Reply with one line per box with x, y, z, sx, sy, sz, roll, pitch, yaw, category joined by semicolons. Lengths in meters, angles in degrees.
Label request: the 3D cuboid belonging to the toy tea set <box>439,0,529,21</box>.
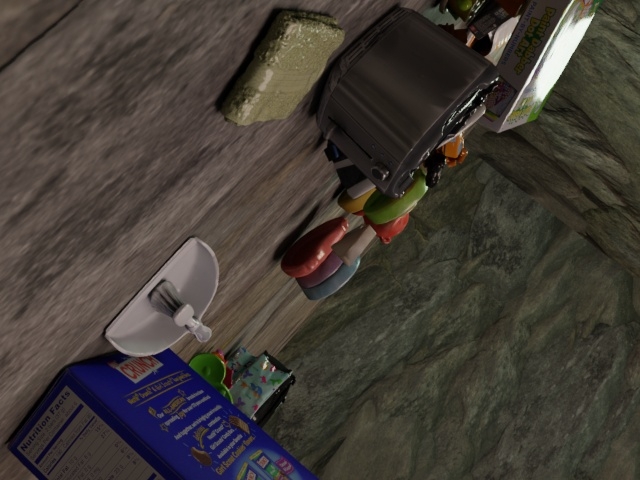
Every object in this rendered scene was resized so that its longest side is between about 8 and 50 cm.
0.280;-0.379;0.964;0.336;0.124;0.200;-45;171;-42;toy tea set

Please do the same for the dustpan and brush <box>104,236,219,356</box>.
-0.165;0.089;0.829;0.147;0.060;0.211;-49;173;-13;dustpan and brush

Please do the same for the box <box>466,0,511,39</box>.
0.353;-0.441;1.231;0.114;0.036;0.207;-50;-169;-14;box

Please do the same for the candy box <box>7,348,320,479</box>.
-0.152;0.271;0.803;0.122;0.317;0.268;-50;172;4;candy box

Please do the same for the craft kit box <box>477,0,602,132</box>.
0.328;-0.287;1.011;0.250;0.061;0.247;-26;148;-57;craft kit box

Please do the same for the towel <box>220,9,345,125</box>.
-0.027;-0.149;0.605;0.110;0.027;0.148;-54;172;21;towel

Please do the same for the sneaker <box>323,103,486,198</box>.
0.101;-0.160;0.926;0.217;0.121;0.079;-32;-176;12;sneaker

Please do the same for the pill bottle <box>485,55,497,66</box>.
0.328;-0.333;1.541;0.117;0.117;0.215;-51;174;0;pill bottle

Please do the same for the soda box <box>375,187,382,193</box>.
0.094;-0.147;1.118;0.083;0.092;0.263;-50;173;0;soda box

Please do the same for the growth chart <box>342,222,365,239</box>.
0.030;0.016;1.671;0.172;0.021;0.237;-30;-178;26;growth chart

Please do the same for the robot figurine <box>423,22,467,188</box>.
0.193;-0.207;1.109;0.291;0.085;0.211;54;35;-74;robot figurine

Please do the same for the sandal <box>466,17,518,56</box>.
0.371;-0.448;1.390;0.265;0.076;0.102;-49;173;-10;sandal

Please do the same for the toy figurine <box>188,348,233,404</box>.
-0.221;0.273;1.376;0.159;0.130;0.173;-79;-179;-76;toy figurine

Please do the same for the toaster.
0.101;-0.171;0.811;0.227;0.146;0.129;-47;173;-25;toaster

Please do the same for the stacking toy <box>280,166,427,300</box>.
0.093;-0.003;1.305;0.309;0.130;0.279;-46;-161;-20;stacking toy

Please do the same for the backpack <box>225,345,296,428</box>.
-0.203;0.399;1.674;0.253;0.191;0.225;-54;175;-44;backpack

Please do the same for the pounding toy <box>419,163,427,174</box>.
0.207;-0.151;1.820;0.181;0.094;0.206;-48;173;-20;pounding toy
